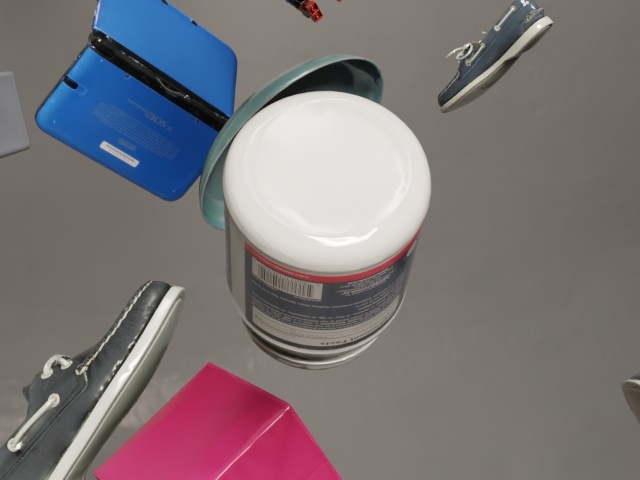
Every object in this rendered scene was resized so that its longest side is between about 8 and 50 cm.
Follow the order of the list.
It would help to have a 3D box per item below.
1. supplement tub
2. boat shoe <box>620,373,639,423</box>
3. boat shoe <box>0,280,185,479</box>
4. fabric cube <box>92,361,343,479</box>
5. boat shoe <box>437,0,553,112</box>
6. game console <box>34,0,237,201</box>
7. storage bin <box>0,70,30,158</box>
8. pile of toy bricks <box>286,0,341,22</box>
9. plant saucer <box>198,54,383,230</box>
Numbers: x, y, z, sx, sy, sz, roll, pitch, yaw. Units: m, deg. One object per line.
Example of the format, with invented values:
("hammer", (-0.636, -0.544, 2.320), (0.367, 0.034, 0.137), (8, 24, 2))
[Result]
("supplement tub", (0.000, 0.000, 1.067), (0.191, 0.191, 0.272), (-11, 152, -10))
("boat shoe", (0.392, 0.175, 1.130), (0.079, 0.084, 0.233), (-26, 180, -11))
("boat shoe", (-0.226, 0.155, 0.942), (0.303, 0.091, 0.114), (-59, 173, -10))
("fabric cube", (-0.143, 0.391, 1.669), (0.258, 0.254, 0.259), (-44, 120, -22))
("boat shoe", (0.277, -0.310, 1.801), (0.095, 0.079, 0.254), (-27, 168, -45))
("game console", (-0.288, -0.248, 1.729), (0.293, 0.173, 0.250), (32, 106, -38))
("storage bin", (-0.449, -0.163, 1.426), (0.091, 0.098, 0.135), (-18, 104, -34))
("pile of toy bricks", (-0.042, -0.425, 1.560), (0.118, 0.105, 0.212), (-45, 141, -8))
("plant saucer", (-0.047, -0.140, 1.480), (0.317, 0.044, 0.318), (-35, 158, -17))
